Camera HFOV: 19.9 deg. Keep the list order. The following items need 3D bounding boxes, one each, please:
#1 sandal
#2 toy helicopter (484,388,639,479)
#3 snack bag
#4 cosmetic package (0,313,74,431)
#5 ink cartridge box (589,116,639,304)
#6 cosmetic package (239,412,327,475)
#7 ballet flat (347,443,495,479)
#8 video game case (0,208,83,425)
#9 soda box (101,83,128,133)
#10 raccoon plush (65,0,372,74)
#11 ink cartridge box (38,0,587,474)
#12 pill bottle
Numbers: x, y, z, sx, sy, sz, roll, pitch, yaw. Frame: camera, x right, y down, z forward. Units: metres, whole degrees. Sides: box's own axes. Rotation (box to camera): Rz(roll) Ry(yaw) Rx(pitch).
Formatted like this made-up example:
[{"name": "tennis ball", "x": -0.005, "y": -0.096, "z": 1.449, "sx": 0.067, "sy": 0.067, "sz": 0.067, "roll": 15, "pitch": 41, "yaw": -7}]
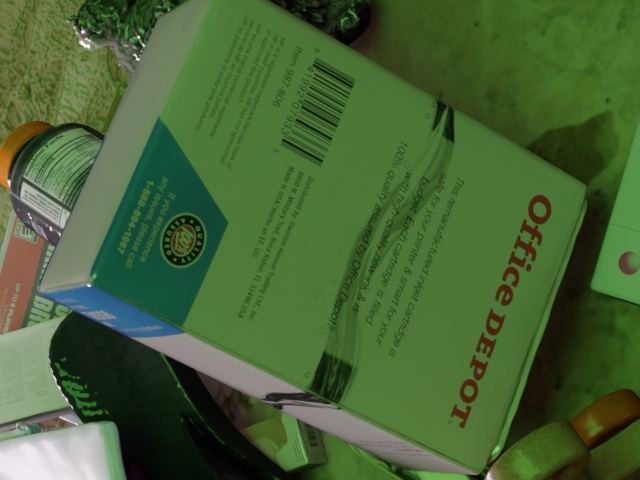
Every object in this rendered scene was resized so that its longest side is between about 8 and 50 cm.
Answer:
[{"name": "sandal", "x": -0.124, "y": 0.254, "z": 1.794, "sx": 0.446, "sy": 0.107, "sz": 0.167, "roll": 47, "pitch": 116, "yaw": 9}, {"name": "toy helicopter", "x": 0.188, "y": 0.220, "z": 1.514, "sx": 0.235, "sy": 0.355, "sz": 0.140, "roll": -36, "pitch": 67, "yaw": 4}, {"name": "snack bag", "x": -0.270, "y": 0.343, "z": 1.880, "sx": 0.342, "sy": 0.037, "sz": 0.323, "roll": -17, "pitch": 86, "yaw": 46}, {"name": "cosmetic package", "x": -0.289, "y": 0.140, "z": 1.955, "sx": 0.239, "sy": 0.060, "sz": 0.099, "roll": -15, "pitch": 75, "yaw": 28}, {"name": "ink cartridge box", "x": 0.429, "y": -0.064, "z": 1.573, "sx": 0.330, "sy": 0.071, "sz": 0.324, "roll": 17, "pitch": 93, "yaw": 33}, {"name": "cosmetic package", "x": -0.056, "y": 0.215, "z": 1.846, "sx": 0.115, "sy": 0.041, "sz": 0.060, "roll": -25, "pitch": 72, "yaw": 26}, {"name": "ballet flat", "x": 0.087, "y": 0.196, "z": 1.739, "sx": 0.248, "sy": 0.086, "sz": 0.086, "roll": 31, "pitch": 100, "yaw": 31}, {"name": "video game case", "x": -0.254, "y": 0.097, "z": 1.991, "sx": 0.285, "sy": 0.025, "sz": 0.204, "roll": 18, "pitch": 93, "yaw": 31}, {"name": "soda box", "x": -0.142, "y": -0.107, "z": 1.925, "sx": 0.181, "sy": 0.061, "sz": 0.058, "roll": 25, "pitch": 98, "yaw": 31}, {"name": "raccoon plush", "x": -0.140, "y": -0.316, "z": 1.811, "sx": 0.216, "sy": 0.299, "sz": 0.446, "roll": -32, "pitch": 69, "yaw": 25}, {"name": "ink cartridge box", "x": 0.000, "y": 0.000, "z": 1.590, "sx": 0.166, "sy": 0.395, "sz": 0.285, "roll": -12, "pitch": 53, "yaw": 64}, {"name": "pill bottle", "x": -0.240, "y": -0.044, "z": 1.928, "sx": 0.245, "sy": 0.130, "sz": 0.130, "roll": 31, "pitch": 100, "yaw": 38}]
